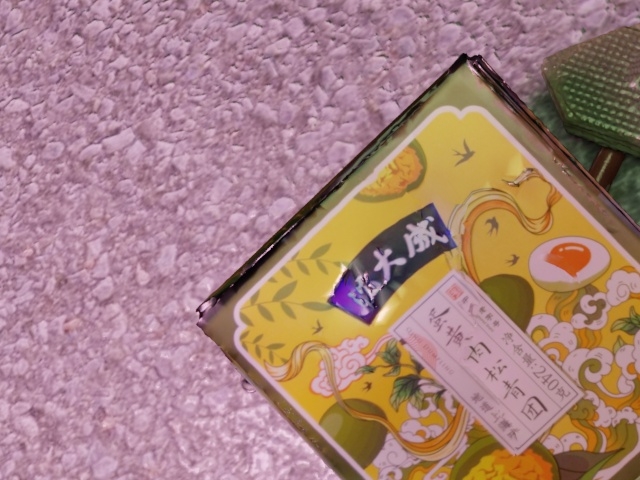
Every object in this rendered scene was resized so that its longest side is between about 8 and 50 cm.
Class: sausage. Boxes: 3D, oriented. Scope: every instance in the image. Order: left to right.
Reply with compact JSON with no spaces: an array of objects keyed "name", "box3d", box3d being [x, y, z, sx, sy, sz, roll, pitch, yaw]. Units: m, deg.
[{"name":"sausage","box3d":[0.284,-0.019,0.976,0.029,0.029,0.223,26,90,22]}]

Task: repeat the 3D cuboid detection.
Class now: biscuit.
[{"name":"biscuit","box3d":[0.377,-0.175,0.940,0.252,0.052,0.150,-19,69,11]}]

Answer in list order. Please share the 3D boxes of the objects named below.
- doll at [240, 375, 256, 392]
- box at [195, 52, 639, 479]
[{"name":"doll","box3d":[0.035,0.045,1.010,0.365,0.094,0.160,-44,99,10]},{"name":"box","box3d":[0.151,0.094,0.882,0.373,0.138,0.420,-43,89,9]}]
